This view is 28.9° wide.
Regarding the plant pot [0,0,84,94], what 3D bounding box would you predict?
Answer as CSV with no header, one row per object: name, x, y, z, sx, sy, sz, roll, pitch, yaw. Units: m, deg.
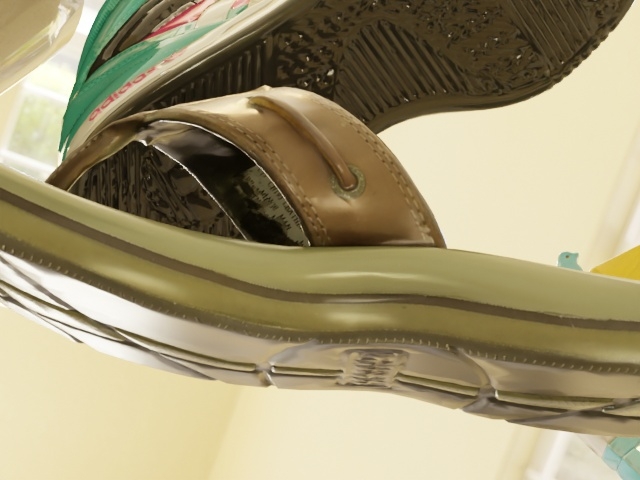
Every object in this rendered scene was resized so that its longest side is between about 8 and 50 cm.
plant pot,-0.309,-0.114,0.651,0.256,0.274,0.256,22,-37,18

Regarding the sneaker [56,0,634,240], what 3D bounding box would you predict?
sneaker,-0.002,-0.098,0.609,0.124,0.295,0.178,66,-11,-27

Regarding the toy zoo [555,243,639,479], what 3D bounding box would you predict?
toy zoo,0.279,0.104,0.900,0.293,0.192,0.030,46,-20,27

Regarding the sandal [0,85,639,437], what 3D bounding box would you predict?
sandal,0.001,0.001,0.405,0.302,0.086,0.120,10,-16,-7
